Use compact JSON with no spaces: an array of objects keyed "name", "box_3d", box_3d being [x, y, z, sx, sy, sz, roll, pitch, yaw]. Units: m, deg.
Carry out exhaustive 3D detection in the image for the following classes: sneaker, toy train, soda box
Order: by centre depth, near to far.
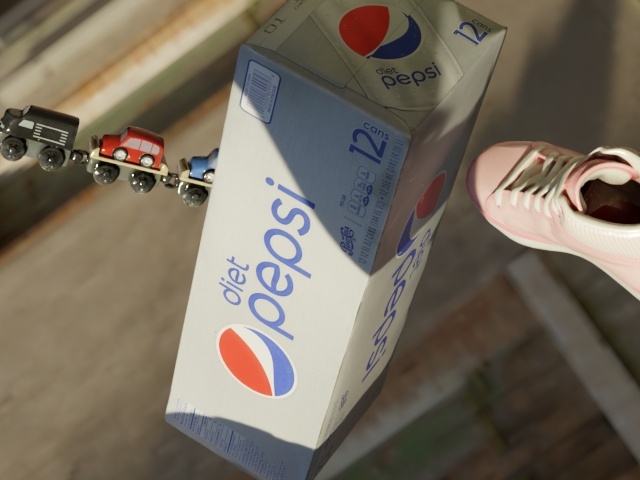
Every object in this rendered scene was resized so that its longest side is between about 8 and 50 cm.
[{"name":"sneaker","box_3d":[0.110,-0.023,0.827,0.134,0.051,0.070,33,167,39]},{"name":"soda box","box_3d":[0.000,0.000,0.941,0.091,0.098,0.286,30,140,13]},{"name":"toy train","box_3d":[-0.107,-0.048,1.087,0.158,0.036,0.027,14,-163,-14]}]
